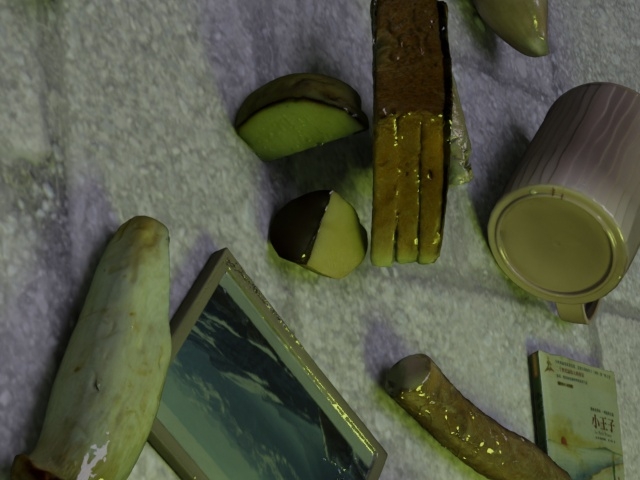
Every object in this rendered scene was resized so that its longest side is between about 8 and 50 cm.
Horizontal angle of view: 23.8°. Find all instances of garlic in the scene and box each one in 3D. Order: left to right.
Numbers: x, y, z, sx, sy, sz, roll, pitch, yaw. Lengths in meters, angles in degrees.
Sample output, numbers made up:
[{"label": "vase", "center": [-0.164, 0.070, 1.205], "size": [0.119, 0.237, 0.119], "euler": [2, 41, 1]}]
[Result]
[{"label": "garlic", "center": [0.264, -0.412, 2.230], "size": [0.143, 0.112, 0.318], "euler": [52, 28, -60]}]

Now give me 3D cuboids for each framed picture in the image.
[{"label": "framed picture", "center": [-0.058, 0.207, 1.628], "size": [0.335, 0.022, 0.247], "euler": [53, 41, -23]}]

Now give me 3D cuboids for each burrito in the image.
[{"label": "burrito", "center": [0.172, -0.163, 2.060], "size": [0.058, 0.045, 0.188], "euler": [0, 73, -59]}]

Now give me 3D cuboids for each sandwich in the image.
[{"label": "sandwich", "center": [0.104, -0.127, 1.801], "size": [0.273, 0.095, 0.249], "euler": [-87, 177, -50]}]

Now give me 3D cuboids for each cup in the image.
[{"label": "cup", "center": [0.361, -0.044, 2.155], "size": [0.208, 0.288, 0.273], "euler": [30, 43, 6]}]

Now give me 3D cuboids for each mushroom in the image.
[{"label": "mushroom", "center": [-0.196, 0.123, 1.439], "size": [0.107, 0.087, 0.333], "euler": [43, 43, -28]}]

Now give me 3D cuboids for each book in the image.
[{"label": "book", "center": [0.363, 0.308, 2.113], "size": [0.201, 0.026, 0.290], "euler": [18, 62, -45]}]

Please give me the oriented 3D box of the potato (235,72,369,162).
[{"label": "potato", "center": [-0.015, -0.170, 1.743], "size": [0.081, 0.149, 0.120], "euler": [51, 39, -34]}]

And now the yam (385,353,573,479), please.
[{"label": "yam", "center": [0.203, 0.246, 1.898], "size": [0.356, 0.081, 0.081], "euler": [42, 46, -35]}]

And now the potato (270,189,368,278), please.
[{"label": "potato", "center": [0.000, 0.000, 1.757], "size": [0.103, 0.066, 0.096], "euler": [43, 68, -45]}]
